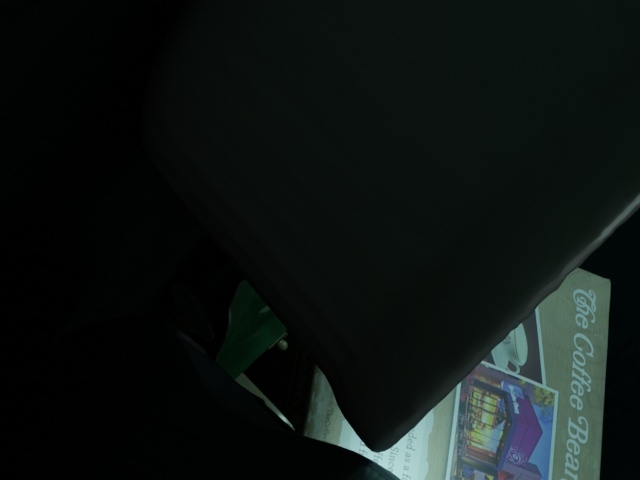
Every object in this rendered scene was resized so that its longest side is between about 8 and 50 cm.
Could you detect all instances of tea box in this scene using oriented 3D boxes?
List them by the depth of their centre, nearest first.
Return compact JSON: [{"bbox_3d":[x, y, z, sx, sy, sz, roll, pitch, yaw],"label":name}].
[{"bbox_3d":[0.029,0.194,1.153,0.323,0.220,0.329,-51,-157,49],"label":"tea box"}]

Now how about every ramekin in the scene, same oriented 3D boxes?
[{"bbox_3d":[0.069,-0.074,0.533,0.277,0.135,0.277,-45,174,-6],"label":"ramekin"}]

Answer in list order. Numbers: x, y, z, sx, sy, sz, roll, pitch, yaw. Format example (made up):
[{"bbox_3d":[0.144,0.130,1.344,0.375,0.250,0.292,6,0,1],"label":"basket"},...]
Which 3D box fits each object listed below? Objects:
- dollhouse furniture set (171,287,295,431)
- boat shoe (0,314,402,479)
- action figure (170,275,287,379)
[{"bbox_3d":[-0.063,0.120,1.045,0.144,0.123,0.151,-45,175,-4],"label":"dollhouse furniture set"},{"bbox_3d":[-0.041,0.111,0.602,0.109,0.094,0.302,-46,-151,-14],"label":"boat shoe"},{"bbox_3d":[0.000,0.000,0.948,0.232,0.063,0.137,-36,168,-39],"label":"action figure"}]
